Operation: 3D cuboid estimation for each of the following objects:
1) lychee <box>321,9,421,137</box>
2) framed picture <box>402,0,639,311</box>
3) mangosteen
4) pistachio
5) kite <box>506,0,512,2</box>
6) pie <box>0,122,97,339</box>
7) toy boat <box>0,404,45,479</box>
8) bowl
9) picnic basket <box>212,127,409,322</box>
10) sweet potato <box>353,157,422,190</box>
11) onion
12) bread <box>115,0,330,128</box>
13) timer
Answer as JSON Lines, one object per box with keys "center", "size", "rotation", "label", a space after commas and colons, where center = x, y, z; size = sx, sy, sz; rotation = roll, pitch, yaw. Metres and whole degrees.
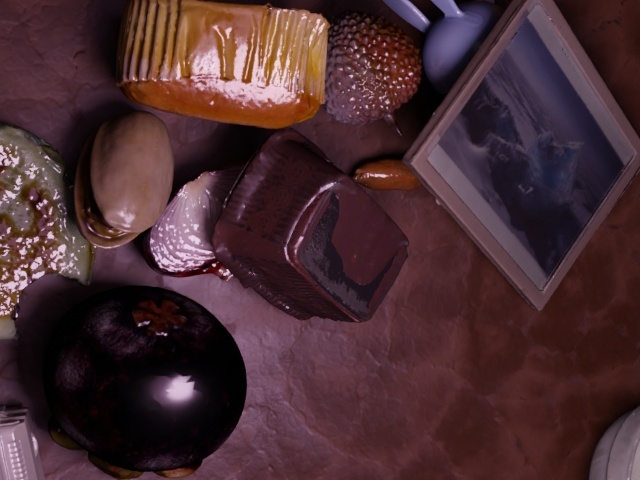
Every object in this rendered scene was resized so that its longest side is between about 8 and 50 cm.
{"center": [0.069, -0.237, 1.775], "size": [0.165, 0.165, 0.197], "rotation": [-33, 106, -15], "label": "lychee"}
{"center": [0.323, -0.125, 1.847], "size": [0.326, 0.028, 0.446], "rotation": [-55, 134, -8], "label": "framed picture"}
{"center": [-0.243, 0.211, 1.666], "size": [0.275, 0.275, 0.302], "rotation": [5, 124, -20], "label": "mangosteen"}
{"center": [-0.262, -0.083, 1.664], "size": [0.131, 0.129, 0.206], "rotation": [21, 54, -21], "label": "pistachio"}
{"center": [0.251, -0.427, 1.819], "size": [0.189, 0.009, 0.232], "rotation": [-40, 126, -30], "label": "kite"}
{"center": [-0.447, -0.014, 1.656], "size": [0.302, 0.067, 0.303], "rotation": [-1, 94, -20], "label": "pie"}
{"center": [-0.426, 0.362, 1.658], "size": [0.140, 0.141, 0.270], "rotation": [3, 95, -20], "label": "toy boat"}
{"center": [0.546, 0.399, 1.968], "size": [0.307, 0.163, 0.307], "rotation": [7, 77, -33], "label": "bowl"}
{"center": [0.000, 0.000, 1.713], "size": [0.223, 0.129, 0.297], "rotation": [-58, 140, -10], "label": "picnic basket"}
{"center": [0.137, -0.104, 1.869], "size": [0.194, 0.056, 0.056], "rotation": [-11, 97, -23], "label": "sweet potato"}
{"center": [-0.159, -0.018, 1.741], "size": [0.206, 0.098, 0.151], "rotation": [-30, 100, -17], "label": "onion"}
{"center": [-0.131, -0.234, 1.672], "size": [0.288, 0.204, 0.156], "rotation": [5, 91, -11], "label": "bread"}
{"center": [0.206, -0.319, 1.829], "size": [0.175, 0.175, 0.255], "rotation": [-28, 92, -16], "label": "timer"}
